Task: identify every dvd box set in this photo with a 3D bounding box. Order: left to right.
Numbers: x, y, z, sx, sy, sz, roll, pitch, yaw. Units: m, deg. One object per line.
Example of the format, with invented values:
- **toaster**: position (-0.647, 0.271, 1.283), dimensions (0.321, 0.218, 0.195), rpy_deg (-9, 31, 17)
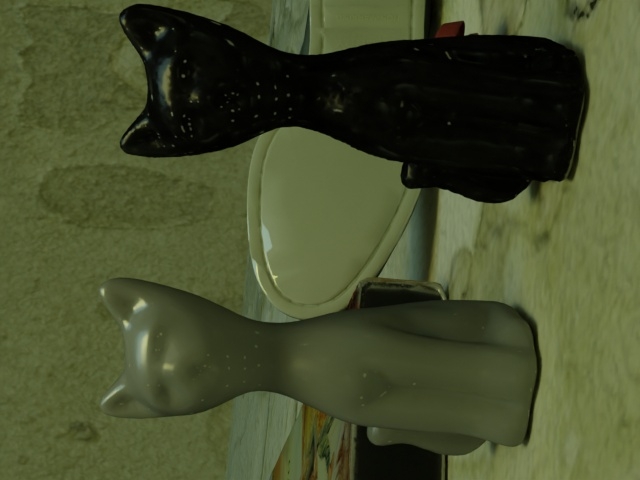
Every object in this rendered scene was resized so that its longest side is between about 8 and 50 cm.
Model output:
- **dvd box set**: position (0.009, 0.247, 1.022), dimensions (0.420, 0.062, 0.307), rpy_deg (111, 164, -63)

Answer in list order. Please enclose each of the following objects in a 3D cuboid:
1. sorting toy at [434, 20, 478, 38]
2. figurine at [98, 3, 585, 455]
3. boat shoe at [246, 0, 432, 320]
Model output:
- **sorting toy**: position (0.082, -0.081, 0.852), dimensions (0.102, 0.042, 0.061), rpy_deg (83, -155, -67)
- **figurine**: position (0.000, 0.000, 0.708), dimensions (0.092, 0.209, 0.215), rpy_deg (-112, 29, -76)
- **boat shoe**: position (0.023, -0.082, 1.039), dimensions (0.099, 0.116, 0.319), rpy_deg (81, -164, -66)
